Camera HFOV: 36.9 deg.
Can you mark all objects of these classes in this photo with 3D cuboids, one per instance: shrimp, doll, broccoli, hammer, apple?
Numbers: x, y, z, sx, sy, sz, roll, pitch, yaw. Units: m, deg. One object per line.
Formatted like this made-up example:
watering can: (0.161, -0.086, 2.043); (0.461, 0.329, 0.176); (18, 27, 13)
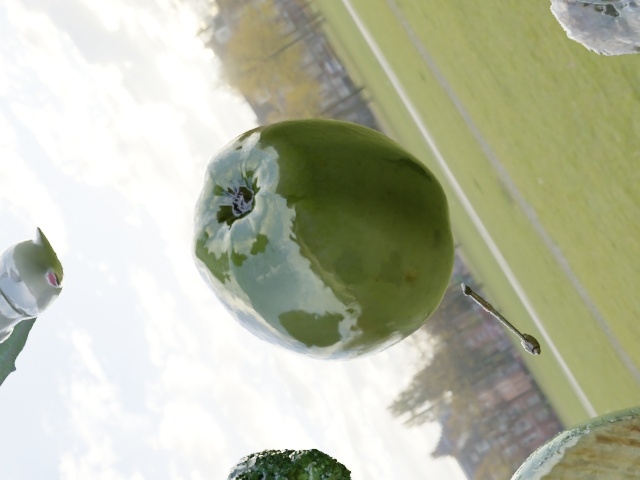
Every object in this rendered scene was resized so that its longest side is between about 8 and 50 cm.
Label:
shrimp: (0.484, -0.451, 1.536); (0.445, 0.221, 0.110); (71, -150, -59)
doll: (-0.430, 0.069, 1.323); (0.110, 0.181, 0.107); (63, -171, 16)
broccoli: (-0.031, 0.391, 1.191); (0.270, 0.270, 0.270); (22, 158, 44)
hammer: (0.164, 0.070, 0.872); (0.123, 0.014, 0.029); (39, -172, -36)
apple: (0.000, 0.000, 1.328); (0.357, 0.357, 0.357); (58, -174, -10)

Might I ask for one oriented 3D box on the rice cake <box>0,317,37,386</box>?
rice cake: (-0.508, 0.162, 1.414); (0.127, 0.237, 0.043); (31, 173, -40)

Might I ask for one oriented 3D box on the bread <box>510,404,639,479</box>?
bread: (0.262, 0.240, 0.770); (0.267, 0.267, 0.040); (57, -169, -18)
